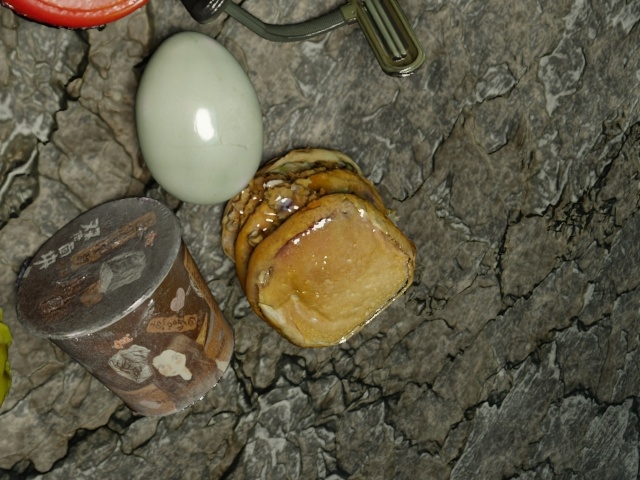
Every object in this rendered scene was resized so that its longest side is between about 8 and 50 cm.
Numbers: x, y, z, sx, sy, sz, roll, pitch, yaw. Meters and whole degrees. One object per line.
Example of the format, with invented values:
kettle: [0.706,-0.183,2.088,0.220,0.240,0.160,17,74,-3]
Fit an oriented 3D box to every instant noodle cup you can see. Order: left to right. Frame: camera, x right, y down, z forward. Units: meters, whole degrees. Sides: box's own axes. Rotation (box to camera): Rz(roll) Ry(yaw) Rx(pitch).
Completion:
instant noodle cup: [-0.224,0.090,1.031,0.217,0.217,0.207,-39,133,-12]

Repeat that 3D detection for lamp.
lamp: [-0.020,-0.266,1.003,0.283,0.203,0.124,9,125,-39]

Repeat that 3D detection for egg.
egg: [-0.144,-0.144,1.001,0.151,0.151,0.209,-18,118,-25]

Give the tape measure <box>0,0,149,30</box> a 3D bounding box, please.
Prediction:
tape measure: [-0.263,-0.352,0.857,0.253,0.114,0.260,26,99,-38]

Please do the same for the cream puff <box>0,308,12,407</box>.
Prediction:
cream puff: [-0.450,0.158,0.908,0.281,0.185,0.282,-13,111,-38]

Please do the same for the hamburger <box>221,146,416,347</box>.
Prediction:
hamburger: [0.003,0.010,1.129,0.260,0.211,0.245,-12,125,-22]
